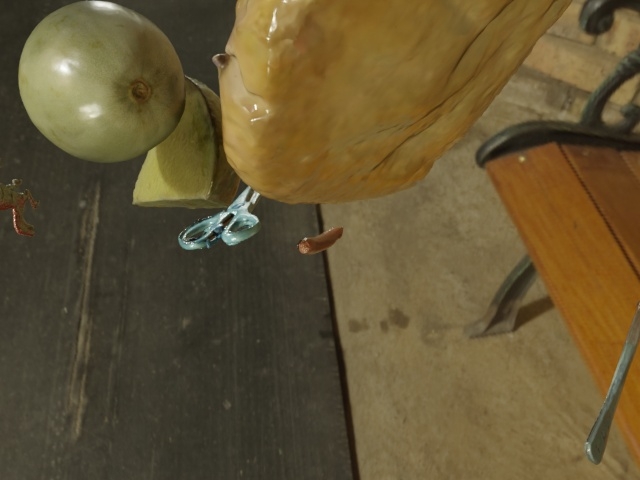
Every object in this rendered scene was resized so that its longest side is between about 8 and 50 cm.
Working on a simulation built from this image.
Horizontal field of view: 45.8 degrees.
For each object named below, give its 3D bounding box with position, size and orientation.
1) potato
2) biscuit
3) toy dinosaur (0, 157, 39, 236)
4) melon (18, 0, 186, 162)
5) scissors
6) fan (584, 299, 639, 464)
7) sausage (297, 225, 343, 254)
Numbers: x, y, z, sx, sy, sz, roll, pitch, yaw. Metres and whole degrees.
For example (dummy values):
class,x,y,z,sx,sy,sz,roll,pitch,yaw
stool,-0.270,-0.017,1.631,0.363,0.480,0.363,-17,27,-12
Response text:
class,x,y,z,sx,sy,sz,roll,pitch,yaw
potato,-0.207,-0.124,1.339,0.112,0.270,0.255,10,22,-38
biscuit,0.106,-0.195,0.614,0.104,0.429,0.446,47,23,16
toy dinosaur,-0.709,-0.106,1.619,0.053,0.242,0.168,-7,79,27
melon,-0.343,-0.248,1.197,0.271,0.272,0.308,-3,11,-7
scissors,-0.192,-0.063,1.714,0.180,0.032,0.393,-5,22,14
fan,0.450,0.206,1.136,0.023,0.057,0.282,3,50,45
sausage,0.001,0.000,1.734,0.040,0.047,0.176,17,18,24
